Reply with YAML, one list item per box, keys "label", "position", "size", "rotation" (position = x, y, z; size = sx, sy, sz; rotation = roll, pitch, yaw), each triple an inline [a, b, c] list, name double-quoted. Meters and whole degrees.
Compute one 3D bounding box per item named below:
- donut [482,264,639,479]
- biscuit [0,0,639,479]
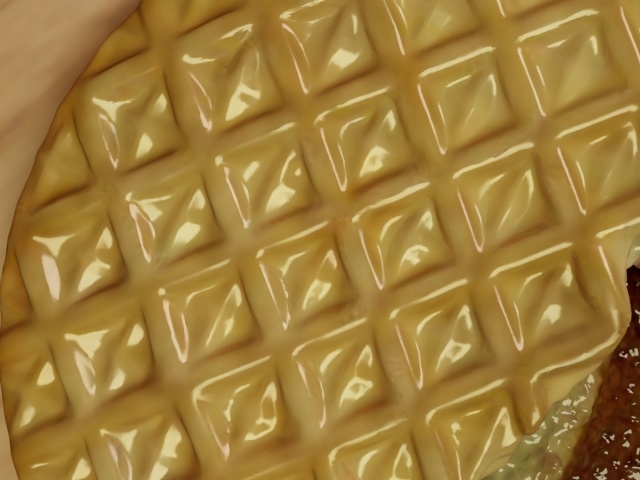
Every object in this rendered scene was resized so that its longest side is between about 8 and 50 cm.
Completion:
- label: "donut"
  position: [0.093, 0.064, 0.541]
  size: [0.187, 0.144, 0.126]
  rotation: [36, 100, 16]
- label: "biscuit"
  position: [0.000, 0.000, 0.475]
  size: [0.205, 0.040, 0.309]
  rotation: [38, 94, 11]
